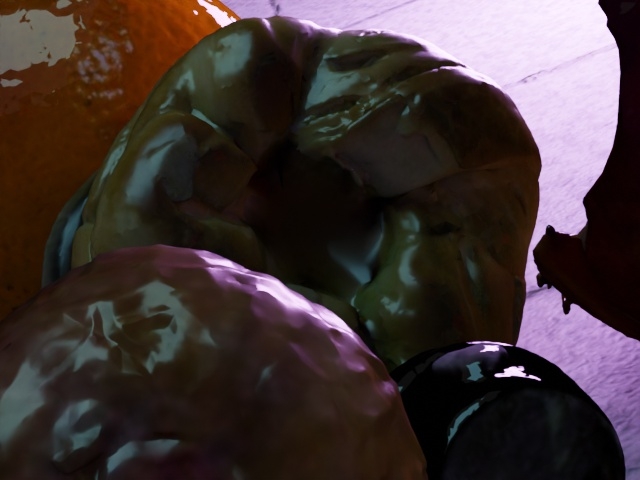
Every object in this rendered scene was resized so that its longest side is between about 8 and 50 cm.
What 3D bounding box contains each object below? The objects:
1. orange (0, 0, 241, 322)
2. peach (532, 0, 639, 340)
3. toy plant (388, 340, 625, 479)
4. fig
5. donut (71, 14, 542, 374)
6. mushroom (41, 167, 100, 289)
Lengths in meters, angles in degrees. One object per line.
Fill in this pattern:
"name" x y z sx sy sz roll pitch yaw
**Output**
"orange" -0.231 -0.069 1.365 0.424 0.424 0.326 -20 62 8
"peach" 0.300 -0.080 0.978 0.353 0.339 0.416 10 13 -21
"toy plant" 0.084 0.158 0.881 0.218 0.175 0.235 -23 -5 -15
"fig" -0.073 0.160 0.794 0.286 0.286 0.369 -24 -10 -1
"donut" 0.000 0.000 1.041 0.360 0.360 0.170 -35 4 -24
"mushroom" -0.116 0.032 1.176 0.292 0.217 0.212 -36 -4 -19
